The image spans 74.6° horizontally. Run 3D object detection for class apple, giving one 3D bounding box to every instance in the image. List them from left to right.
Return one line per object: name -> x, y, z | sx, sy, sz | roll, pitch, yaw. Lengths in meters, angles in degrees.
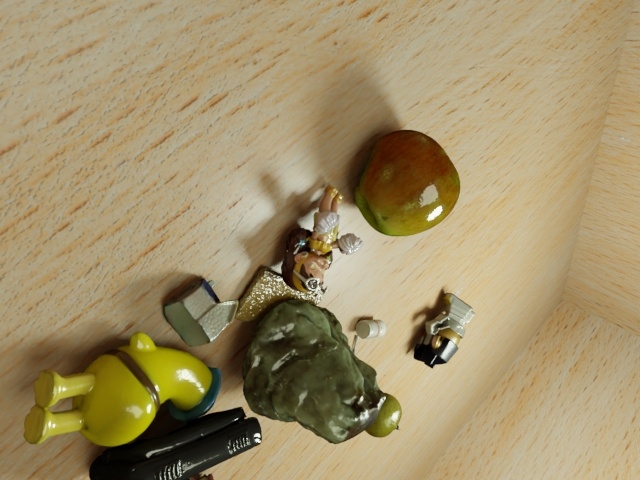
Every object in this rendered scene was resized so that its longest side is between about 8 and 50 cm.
apple -> 0.191, -0.128, 0.986 | 0.226, 0.246, 0.246 | -35, 138, 2

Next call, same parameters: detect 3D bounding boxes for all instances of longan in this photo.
longan -> 0.223, 0.631, 1.512 | 0.155, 0.176, 0.145 | -45, -163, 39

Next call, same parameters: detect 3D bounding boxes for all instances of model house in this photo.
model house -> -0.227, 0.131, 0.805 | 0.100, 0.088, 0.100 | 57, 40, -14

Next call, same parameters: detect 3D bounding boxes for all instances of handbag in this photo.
handbag -> -0.283, 0.408, 0.828 | 0.275, 0.244, 0.088 | -7, 76, -45

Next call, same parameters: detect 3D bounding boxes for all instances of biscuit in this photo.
biscuit -> -0.094, 0.149, 0.987 | 0.131, 0.026, 0.237 | -56, 141, 1

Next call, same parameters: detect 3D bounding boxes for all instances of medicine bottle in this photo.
medicine bottle -> 0.155, 0.273, 1.297 | 0.089, 0.057, 0.057 | 10, 107, -48

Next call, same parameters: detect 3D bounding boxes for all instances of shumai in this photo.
shumai -> 0.010, 0.304, 0.944 | 0.309, 0.264, 0.303 | -30, 126, -38

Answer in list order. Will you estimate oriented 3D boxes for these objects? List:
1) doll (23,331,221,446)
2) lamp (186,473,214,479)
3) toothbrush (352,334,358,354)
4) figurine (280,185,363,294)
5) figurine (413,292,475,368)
doll -> -0.308, 0.262, 0.753 | 0.363, 0.145, 0.199 | 17, 88, -58
lamp -> -0.329, 0.597, 0.951 | 0.215, 0.150, 0.223 | -19, 170, -30
toothbrush -> 0.106, 0.353, 1.333 | 0.013, 0.011, 0.131 | -35, 139, -56
figurine -> -0.001, 0.001, 0.920 | 0.175, 0.116, 0.239 | 36, 81, -53
figurine -> 0.474, 0.357, 1.614 | 0.309, 0.143, 0.307 | -6, 101, -34
